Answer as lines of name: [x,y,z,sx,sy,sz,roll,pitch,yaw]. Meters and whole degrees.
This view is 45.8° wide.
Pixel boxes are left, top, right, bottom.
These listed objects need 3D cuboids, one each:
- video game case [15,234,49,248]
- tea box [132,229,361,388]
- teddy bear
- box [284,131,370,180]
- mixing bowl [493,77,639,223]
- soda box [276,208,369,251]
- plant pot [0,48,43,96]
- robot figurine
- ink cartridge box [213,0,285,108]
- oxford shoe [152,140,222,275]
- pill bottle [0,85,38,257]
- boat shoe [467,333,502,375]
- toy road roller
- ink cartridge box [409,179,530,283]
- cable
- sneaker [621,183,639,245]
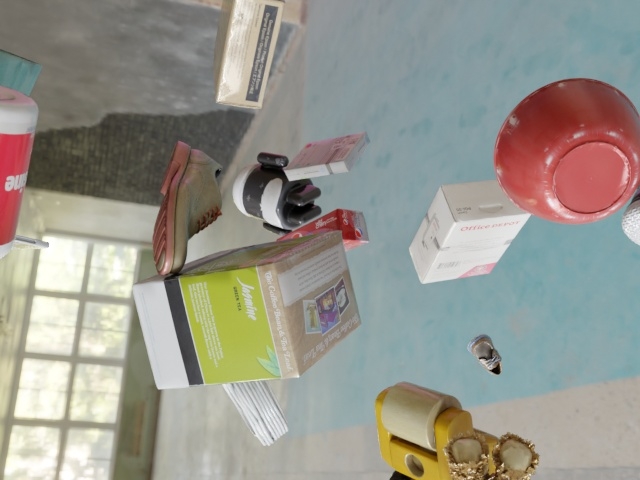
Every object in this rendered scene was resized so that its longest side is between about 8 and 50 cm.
video game case: [-0.972,-0.002,2.317,0.212,0.193,0.023,-2,77,36]
tea box: [-0.134,0.132,1.519,0.329,0.323,0.220,-26,-74,-65]
teddy bear: [0.317,0.517,1.399,0.113,0.245,0.338,11,-118,-82]
box: [0.017,-0.215,1.939,0.145,0.186,0.038,-55,-50,-44]
mixing bowl: [0.302,-0.088,0.883,0.098,0.181,0.182,-89,14,-64]
soda box: [0.000,0.000,1.925,0.263,0.092,0.084,-25,67,46]
plant pot: [-0.842,-0.359,1.793,0.235,0.292,0.293,-69,18,6]
robot figurine: [-0.126,-0.131,2.206,0.278,0.173,0.209,18,84,36]
ink cartridge box: [-0.133,-0.371,1.345,0.235,0.088,0.193,-104,25,-55]
oxford shoe: [-0.256,-0.065,1.521,0.123,0.130,0.348,125,155,-43]
pill bottle: [-0.702,-0.099,1.481,0.229,0.228,0.408,-124,48,-67]
boat shoe: [0.448,0.305,2.010,0.066,0.183,0.066,-40,51,6]
toy road roller: [0.274,0.441,1.629,0.202,0.240,0.330,9,116,48]
ink cartridge box: [0.366,-0.022,1.888,0.283,0.207,0.117,108,151,-55]
cable: [-0.175,0.394,1.922,0.257,0.089,0.257,57,165,6]
sneaker: [0.570,-0.036,1.075,0.101,0.268,0.153,103,-171,-55]
